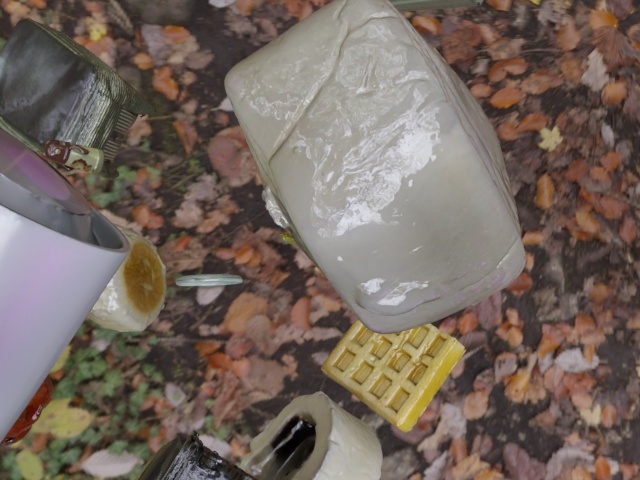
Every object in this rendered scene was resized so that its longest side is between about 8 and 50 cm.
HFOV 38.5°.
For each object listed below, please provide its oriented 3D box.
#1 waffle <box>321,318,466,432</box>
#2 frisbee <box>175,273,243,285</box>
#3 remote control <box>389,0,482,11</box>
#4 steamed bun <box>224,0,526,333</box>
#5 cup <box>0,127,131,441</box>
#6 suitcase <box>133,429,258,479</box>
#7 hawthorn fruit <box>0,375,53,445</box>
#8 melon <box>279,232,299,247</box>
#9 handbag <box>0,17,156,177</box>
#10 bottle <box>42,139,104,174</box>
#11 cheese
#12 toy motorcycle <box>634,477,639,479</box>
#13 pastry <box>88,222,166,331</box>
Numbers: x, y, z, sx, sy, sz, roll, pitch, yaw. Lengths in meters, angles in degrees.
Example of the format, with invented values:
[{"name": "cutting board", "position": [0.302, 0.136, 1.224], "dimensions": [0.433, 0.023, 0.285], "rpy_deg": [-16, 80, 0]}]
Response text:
[{"name": "waffle", "position": [0.151, 0.254, 1.964], "dimensions": [0.248, 0.055, 0.221], "rpy_deg": [32, 81, 35]}, {"name": "frisbee", "position": [-0.181, 0.065, 1.497], "dimensions": [0.110, 0.110, 0.014], "rpy_deg": [-5, 84, 19]}, {"name": "remote control", "position": [0.164, -0.448, 1.561], "dimensions": [0.285, 0.038, 0.123], "rpy_deg": [10, 73, 42]}, {"name": "steamed bun", "position": [0.079, -0.052, 0.977], "dimensions": [0.247, 0.236, 0.383], "rpy_deg": [-29, 128, 6]}, {"name": "cup", "position": [-0.353, 0.077, 0.785], "dimensions": [0.253, 0.253, 0.371], "rpy_deg": [32, 93, 8]}, {"name": "suitcase", "position": [-0.255, 0.488, 1.593], "dimensions": [0.194, 0.434, 0.283], "rpy_deg": [33, 73, -2]}, {"name": "hawthorn fruit", "position": [-0.541, 0.254, 1.519], "dimensions": [0.173, 0.179, 0.173], "rpy_deg": [-16, 52, 22]}, {"name": "melon", "position": [0.000, 0.001, 1.527], "dimensions": [0.114, 0.262, 0.053], "rpy_deg": [15, 89, -12]}, {"name": "handbag", "position": [-0.531, -0.290, 1.955], "dimensions": [0.341, 0.240, 0.247], "rpy_deg": [34, 95, 31]}, {"name": "bottle", "position": [-0.428, -0.145, 1.581], "dimensions": [0.063, 0.101, 0.047], "rpy_deg": [-57, 40, 26]}, {"name": "cheese", "position": [-0.039, 0.480, 1.827], "dimensions": [0.153, 0.292, 0.332], "rpy_deg": [41, 96, -22]}, {"name": "toy motorcycle", "position": [0.319, 0.162, 0.597], "dimensions": [0.341, 0.223, 0.108], "rpy_deg": [-33, 56, 34]}, {"name": "pastry", "position": [-0.287, 0.054, 1.319], "dimensions": [0.088, 0.166, 0.166], "rpy_deg": [-4, 101, 20]}]
